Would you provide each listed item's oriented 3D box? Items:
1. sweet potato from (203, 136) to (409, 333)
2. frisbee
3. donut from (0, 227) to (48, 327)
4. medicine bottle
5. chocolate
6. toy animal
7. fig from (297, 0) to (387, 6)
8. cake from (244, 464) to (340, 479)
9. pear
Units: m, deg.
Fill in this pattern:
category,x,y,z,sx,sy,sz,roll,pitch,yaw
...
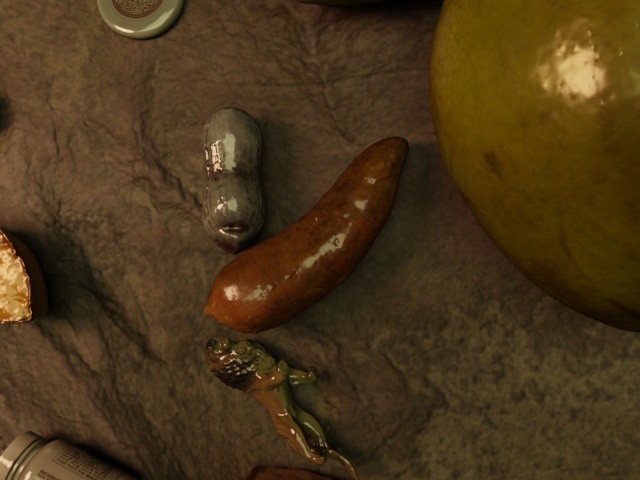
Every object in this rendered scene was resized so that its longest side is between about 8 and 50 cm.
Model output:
category,x,y,z,sx,sy,sz,roll,pitch,yaw
sweet potato,0.002,0.000,0.591,0.291,0.097,0.097,-40,85,-8
frisbee,-0.220,-0.300,0.657,0.110,0.014,0.110,0,86,4
donut,-0.411,0.038,0.615,0.216,0.085,0.141,2,86,3
medicine bottle,-0.281,0.270,0.594,0.140,0.079,0.079,25,89,5
chocolate,-0.099,-0.067,0.607,0.072,0.072,0.167,-5,85,4
toy animal,-0.032,0.175,0.592,0.220,0.069,0.086,45,112,10
fig,0.050,-0.353,0.561,0.229,0.207,0.208,-8,85,37
cake,-0.026,0.354,0.519,0.292,0.198,0.197,7,92,9
pear,0.277,-0.125,0.464,0.351,0.352,0.414,-24,95,2
